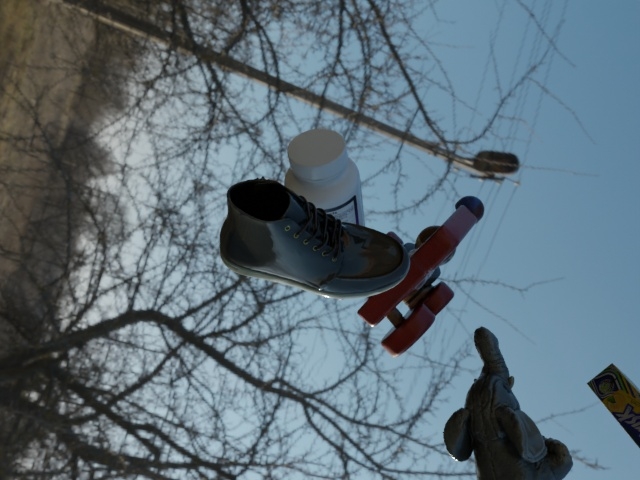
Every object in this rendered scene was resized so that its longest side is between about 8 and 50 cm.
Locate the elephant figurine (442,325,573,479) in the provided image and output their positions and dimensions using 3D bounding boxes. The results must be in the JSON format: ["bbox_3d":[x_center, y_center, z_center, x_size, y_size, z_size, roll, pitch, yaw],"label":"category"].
[{"bbox_3d":[0.272,0.294,1.005,0.169,0.239,0.186,-31,-161,-3],"label":"elephant figurine"}]

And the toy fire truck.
[{"bbox_3d":[0.175,0.036,1.094,0.254,0.169,0.302,-47,172,29],"label":"toy fire truck"}]

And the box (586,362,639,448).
[{"bbox_3d":[0.476,0.265,0.957,0.054,0.059,0.169,-46,-151,13],"label":"box"}]

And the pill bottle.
[{"bbox_3d":[0.006,-0.059,0.920,0.193,0.108,0.108,80,4,-47],"label":"pill bottle"}]

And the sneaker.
[{"bbox_3d":[0.000,0.000,0.705,0.118,0.222,0.083,106,-12,-59],"label":"sneaker"}]
